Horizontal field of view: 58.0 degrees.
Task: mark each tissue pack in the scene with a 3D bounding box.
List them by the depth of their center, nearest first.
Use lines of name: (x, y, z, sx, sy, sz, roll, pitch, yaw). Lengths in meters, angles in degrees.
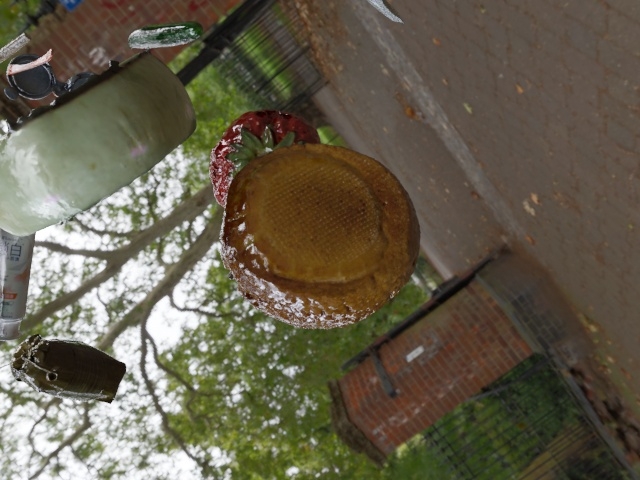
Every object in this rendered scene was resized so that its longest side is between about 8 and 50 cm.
tissue pack: (0.108, -0.565, 1.312, 0.122, 0.026, 0.193, 22, -154, -50)

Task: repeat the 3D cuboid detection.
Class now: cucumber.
cucumber: (-0.363, -0.470, 1.318, 0.284, 0.056, 0.056, 10, 154, 41)

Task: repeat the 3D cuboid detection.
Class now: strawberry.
strawberry: (-0.113, -0.148, 1.265, 0.257, 0.257, 0.277, 52, 175, 6)

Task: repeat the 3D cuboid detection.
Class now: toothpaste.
toothpaste: (-0.658, 0.053, 1.236, 0.100, 0.323, 0.066, 9, -170, -3)

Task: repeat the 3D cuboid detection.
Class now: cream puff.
cream puff: (0.000, 0.000, 0.876, 0.303, 0.303, 0.212, 54, 160, 19)

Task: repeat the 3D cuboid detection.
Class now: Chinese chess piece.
Chinese chess piece: (-0.363, -0.153, 0.884, 0.146, 0.349, 0.349, 59, -178, -22)

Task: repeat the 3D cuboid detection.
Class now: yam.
yam: (-0.918, -0.567, 1.709, 0.032, 0.145, 0.032, 56, -165, -24)

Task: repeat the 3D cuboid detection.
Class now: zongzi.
zongzi: (-0.546, 0.230, 1.128, 0.241, 0.111, 0.248, 12, 164, 28)

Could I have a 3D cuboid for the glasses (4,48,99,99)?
glasses: (-0.543, -0.334, 1.261, 0.234, 0.118, 0.268, 13, -175, -37)
